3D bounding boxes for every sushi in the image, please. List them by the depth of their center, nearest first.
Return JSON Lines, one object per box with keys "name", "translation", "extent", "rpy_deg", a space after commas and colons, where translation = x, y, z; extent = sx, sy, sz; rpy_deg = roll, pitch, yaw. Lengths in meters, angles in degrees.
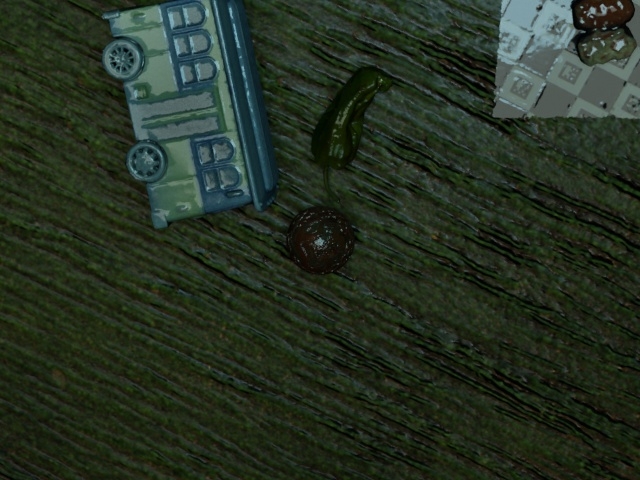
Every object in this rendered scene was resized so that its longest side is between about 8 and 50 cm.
{"name": "sushi", "translation": [0.373, -0.303, 1.781], "extent": [0.264, 0.050, 0.290], "rpy_deg": [3, 104, 7]}

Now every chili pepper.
{"name": "chili pepper", "translation": [0.029, -0.153, 1.848], "extent": [0.073, 0.072, 0.204], "rpy_deg": [29, 108, 9]}

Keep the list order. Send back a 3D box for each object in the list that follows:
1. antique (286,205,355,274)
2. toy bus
{"name": "antique", "translation": [0.000, 0.000, 1.873], "extent": [0.104, 0.104, 0.104], "rpy_deg": [2, 103, 7]}
{"name": "toy bus", "translation": [-0.176, -0.186, 1.825], "extent": [0.190, 0.152, 0.312], "rpy_deg": [-9, 101, 9]}
